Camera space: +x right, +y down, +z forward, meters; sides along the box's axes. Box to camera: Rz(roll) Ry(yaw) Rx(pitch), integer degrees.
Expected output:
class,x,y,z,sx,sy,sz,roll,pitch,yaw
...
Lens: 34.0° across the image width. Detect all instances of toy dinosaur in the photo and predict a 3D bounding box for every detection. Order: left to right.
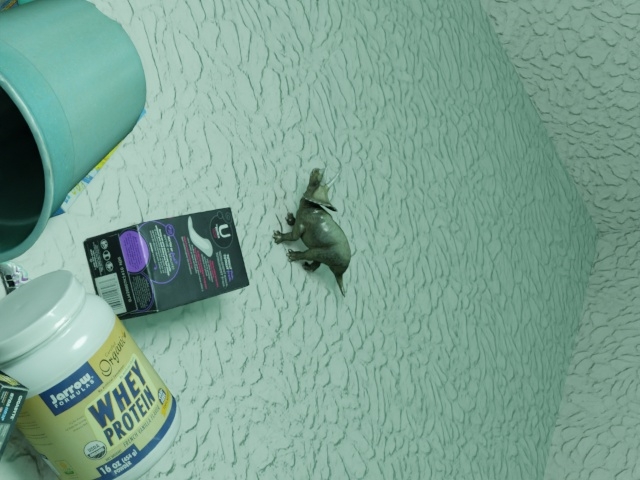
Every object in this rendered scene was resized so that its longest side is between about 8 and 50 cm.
class,x,y,z,sx,sy,sz,roll,pitch,yaw
toy dinosaur,0.000,0.000,2.350,0.121,0.160,0.314,-36,108,-52

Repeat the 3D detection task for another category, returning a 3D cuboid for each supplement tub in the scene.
class,x,y,z,sx,sy,sz,roll,pitch,yaw
supplement tub,-0.392,0.228,1.676,0.316,0.228,0.228,60,39,-25

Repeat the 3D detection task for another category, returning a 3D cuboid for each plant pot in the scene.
class,x,y,z,sx,sy,sz,roll,pitch,yaw
plant pot,-0.443,-0.192,1.530,0.341,0.341,0.334,65,33,-17

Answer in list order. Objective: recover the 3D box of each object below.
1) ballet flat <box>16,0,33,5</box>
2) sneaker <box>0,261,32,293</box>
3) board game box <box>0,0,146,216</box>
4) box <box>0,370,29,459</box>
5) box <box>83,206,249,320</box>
class,x,y,z,sx,sy,sz,roll,pitch,yaw
ballet flat,-0.459,-0.376,1.763,0.079,0.076,0.222,-39,118,-71
sneaker,-0.505,0.085,1.727,0.098,0.038,0.069,52,42,-31
board game box,-0.484,-0.247,1.816,0.308,0.086,0.302,56,41,-28
box,-0.517,0.275,1.471,0.051,0.175,0.220,23,87,-52
box,-0.282,0.042,1.958,0.270,0.143,0.165,-13,90,-55
